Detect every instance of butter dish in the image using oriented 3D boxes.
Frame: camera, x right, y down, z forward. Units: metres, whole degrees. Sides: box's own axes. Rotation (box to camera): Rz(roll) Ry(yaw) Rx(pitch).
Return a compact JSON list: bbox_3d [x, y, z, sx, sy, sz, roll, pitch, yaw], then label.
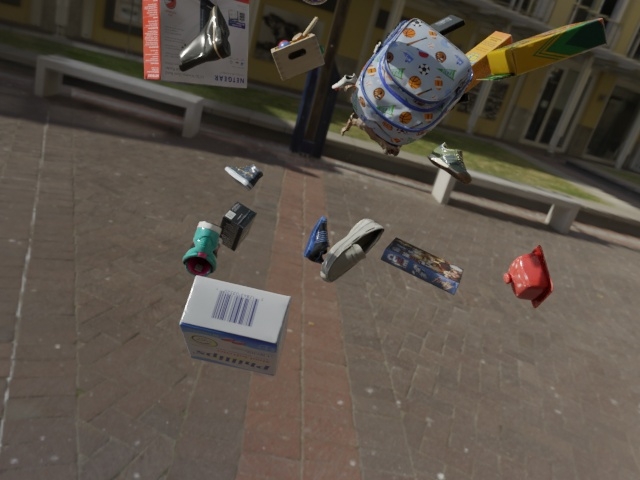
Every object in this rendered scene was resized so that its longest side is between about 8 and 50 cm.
[{"bbox_3d":[0.627,0.115,1.582,0.119,0.160,0.159,-2,61,-1],"label":"butter dish"}]

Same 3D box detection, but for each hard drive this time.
[{"bbox_3d":[0.448,-0.766,1.823,0.094,0.022,0.135,-24,30,9],"label":"hard drive"}]

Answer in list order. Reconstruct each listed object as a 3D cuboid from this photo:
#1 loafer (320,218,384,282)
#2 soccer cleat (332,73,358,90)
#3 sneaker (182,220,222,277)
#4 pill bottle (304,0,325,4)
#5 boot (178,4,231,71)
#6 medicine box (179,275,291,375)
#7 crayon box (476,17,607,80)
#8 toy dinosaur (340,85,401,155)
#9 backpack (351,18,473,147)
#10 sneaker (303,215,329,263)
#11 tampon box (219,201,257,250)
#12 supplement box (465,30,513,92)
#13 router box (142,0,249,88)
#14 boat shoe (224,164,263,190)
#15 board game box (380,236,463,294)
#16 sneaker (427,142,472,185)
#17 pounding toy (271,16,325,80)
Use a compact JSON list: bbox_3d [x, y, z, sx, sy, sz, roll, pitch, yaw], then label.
[{"bbox_3d":[0.126,0.042,2.007,0.112,0.319,0.112,22,-24,47],"label":"loafer"},{"bbox_3d":[0.070,-0.464,1.494,0.083,0.035,0.029,-5,48,27],"label":"soccer cleat"},{"bbox_3d":[-0.430,0.051,1.896,0.124,0.178,0.295,17,-16,-6],"label":"sneaker"},{"bbox_3d":[-0.003,-0.769,1.450,0.112,0.111,0.187,13,-11,-10],"label":"pill bottle"},{"bbox_3d":[-0.318,-0.543,1.368,0.137,0.076,0.197,-18,51,11],"label":"boot"},{"bbox_3d":[-0.231,0.248,1.440,0.264,0.289,0.149,12,58,1],"label":"medicine box"},{"bbox_3d":[0.643,-0.565,1.533,0.319,0.081,0.202,-19,17,2],"label":"crayon box"},{"bbox_3d":[0.185,-0.440,1.726,0.201,0.295,0.127,-1,16,-14],"label":"toy dinosaur"},{"bbox_3d":[0.216,-0.375,1.249,0.277,0.263,0.213,37,-9,3],"label":"backpack"},{"bbox_3d":[0.000,0.000,2.222,0.091,0.081,0.232,29,56,-11],"label":"sneaker"},{"bbox_3d":[-0.361,-0.060,2.185,0.102,0.161,0.120,32,45,1],"label":"tampon box"},{"bbox_3d":[0.522,-0.584,1.685,0.080,0.233,0.078,53,-4,-41],"label":"supplement box"},{"bbox_3d":[-0.360,-0.619,1.525,0.082,0.300,0.336,14,18,35],"label":"router box"},{"bbox_3d":[-0.281,-0.249,1.901,0.183,0.083,0.065,36,-12,43],"label":"boat shoe"},{"bbox_3d":[0.323,0.076,1.612,0.243,0.042,0.165,26,20,12],"label":"board game box"},{"bbox_3d":[0.450,-0.266,1.714,0.192,0.086,0.064,45,4,40],"label":"sneaker"},{"bbox_3d":[-0.049,-0.474,1.260,0.141,0.100,0.130,-21,24,3],"label":"pounding toy"}]
